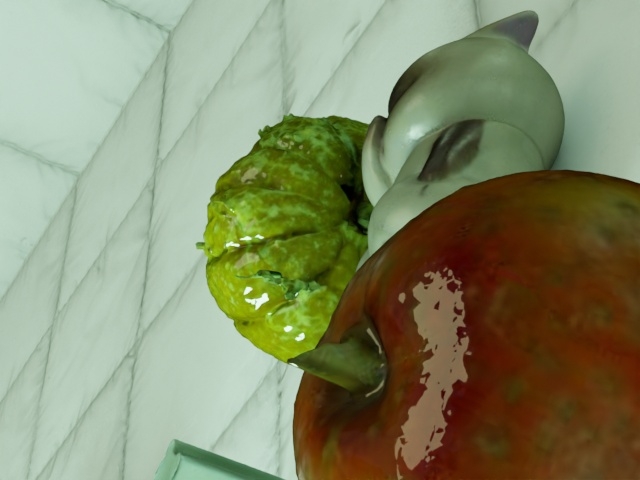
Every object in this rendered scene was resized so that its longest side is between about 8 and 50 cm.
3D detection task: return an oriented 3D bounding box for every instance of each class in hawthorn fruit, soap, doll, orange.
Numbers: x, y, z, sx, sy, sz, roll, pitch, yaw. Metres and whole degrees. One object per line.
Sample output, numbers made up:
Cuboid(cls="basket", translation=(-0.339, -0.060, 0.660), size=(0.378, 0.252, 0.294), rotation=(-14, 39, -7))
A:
Cuboid(cls="hawthorn fruit", translation=(0.151, 0.143, 1.154), size=(0.403, 0.403, 0.402), rotation=(-51, 25, 35))
Cuboid(cls="soap", translation=(-0.101, 0.318, 1.846), size=(0.114, 0.198, 0.063), rotation=(-65, 19, 8))
Cuboid(cls="doll", translation=(0.144, -0.048, 1.631), size=(0.215, 0.226, 0.370), rotation=(84, -176, -50))
Cuboid(cls="orange", translation=(0.000, 0.000, 1.800), size=(0.223, 0.300, 0.301), rotation=(-23, 55, 55))
